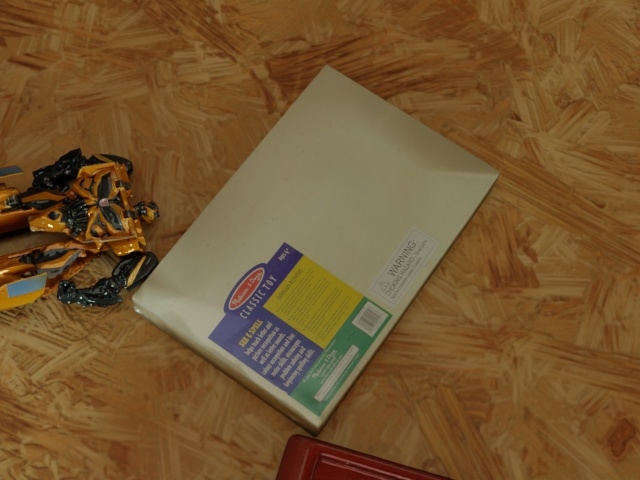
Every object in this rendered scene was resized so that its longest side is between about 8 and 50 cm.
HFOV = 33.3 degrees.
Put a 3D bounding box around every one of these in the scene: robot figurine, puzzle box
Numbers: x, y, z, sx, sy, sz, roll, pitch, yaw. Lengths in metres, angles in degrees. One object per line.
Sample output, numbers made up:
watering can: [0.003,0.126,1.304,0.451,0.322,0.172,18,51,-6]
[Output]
robot figurine: [-0.336,-0.008,1.274,0.291,0.085,0.211,-15,69,-10]
puzzle box: [0.000,0.000,1.313,0.272,0.052,0.409,34,68,10]

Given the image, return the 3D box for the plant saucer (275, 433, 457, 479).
plant saucer: [0.060,0.340,1.137,0.259,0.047,0.258,16,52,2]
